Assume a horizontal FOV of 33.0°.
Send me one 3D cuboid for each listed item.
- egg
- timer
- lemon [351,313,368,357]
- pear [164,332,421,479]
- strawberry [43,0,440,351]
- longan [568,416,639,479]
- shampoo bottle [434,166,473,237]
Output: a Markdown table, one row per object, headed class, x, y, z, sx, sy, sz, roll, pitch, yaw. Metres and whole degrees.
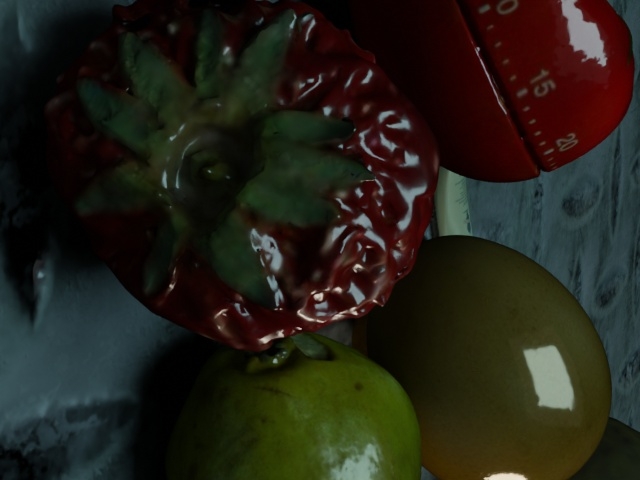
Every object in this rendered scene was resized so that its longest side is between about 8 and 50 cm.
| class | x | y | z | sx | sy | sz | roll | pitch | yaw |
| --- | --- | --- | --- | --- | --- | --- | --- | --- | --- |
| egg | 0.182 | 0.138 | 1.195 | 0.322 | 0.250 | 0.250 | 58 | 45 | -21 |
| timer | 0.192 | -0.252 | 1.253 | 0.378 | 0.279 | 0.378 | 57 | 17 | -28 |
| lemon | 0.109 | 0.120 | 1.375 | 0.187 | 0.142 | 0.142 | -55 | 140 | -28 |
| pear | -0.019 | 0.234 | 1.071 | 0.269 | 0.269 | 0.321 | -55 | 137 | -39 |
| strawberry | -0.059 | -0.053 | 0.945 | 0.345 | 0.318 | 0.295 | 63 | 38 | -81 |
| longan | 0.398 | 0.460 | 1.722 | 0.391 | 0.391 | 0.391 | -19 | 112 | -57 |
| shampoo bottle | 0.198 | -0.030 | 1.586 | 0.072 | 0.049 | 0.212 | -51 | 137 | -49 |
